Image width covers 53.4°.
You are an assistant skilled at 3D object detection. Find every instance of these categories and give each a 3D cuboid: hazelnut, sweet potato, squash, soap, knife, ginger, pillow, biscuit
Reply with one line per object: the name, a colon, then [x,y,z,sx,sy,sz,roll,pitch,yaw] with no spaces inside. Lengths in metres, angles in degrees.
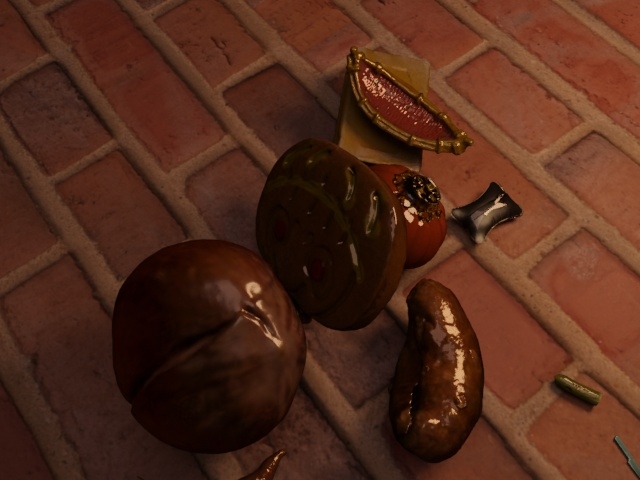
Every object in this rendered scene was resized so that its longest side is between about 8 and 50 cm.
hazelnut: [-0.177,0.166,1.062,0.315,0.372,0.372,-21,60,-40]
sweet potato: [-0.140,0.438,1.081,0.068,0.068,0.226,36,51,19]
squash: [0.467,0.271,1.162,0.083,0.027,0.027,25,66,15]
soap: [0.137,-0.273,1.410,0.199,0.091,0.315,13,63,-3]
knife: [0.543,0.385,1.112,0.014,0.005,0.091,-24,65,-12]
ginger: [0.206,0.233,1.127,0.165,0.172,0.321,-19,49,35]
pillow: [0.348,-0.059,1.326,0.135,0.055,0.091,-35,98,-12]
biscuit: [-0.007,-0.001,1.184,0.394,0.070,0.350,35,109,45]

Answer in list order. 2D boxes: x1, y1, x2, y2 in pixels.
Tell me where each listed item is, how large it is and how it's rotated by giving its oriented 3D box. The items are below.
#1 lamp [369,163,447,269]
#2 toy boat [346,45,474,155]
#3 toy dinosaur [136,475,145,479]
lamp: [0.145,-0.047,1.245,0.223,0.196,0.223,23,45,-26]
toy boat: [0.171,-0.271,1.312,0.318,0.099,0.141,41,65,9]
toy dinosaur: [-0.273,0.445,1.090,0.026,0.041,0.113,-42,64,-14]
